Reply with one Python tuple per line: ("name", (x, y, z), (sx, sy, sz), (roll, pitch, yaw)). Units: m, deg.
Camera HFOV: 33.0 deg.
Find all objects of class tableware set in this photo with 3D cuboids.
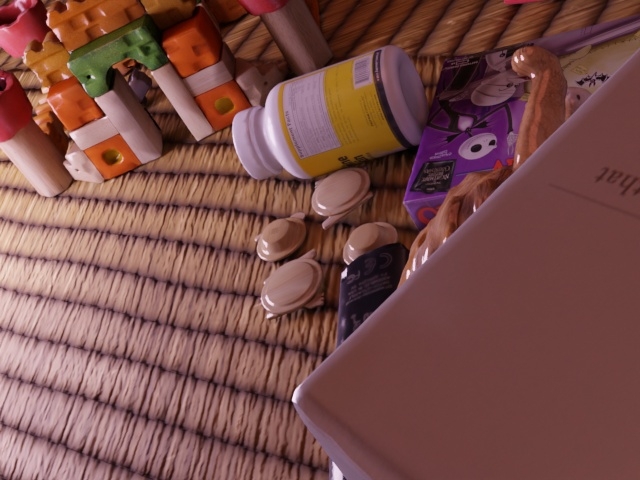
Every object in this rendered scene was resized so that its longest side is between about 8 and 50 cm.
("tableware set", (0.000, 0.000, 1.024), (0.141, 0.020, 0.168), (-30, 37, 8))

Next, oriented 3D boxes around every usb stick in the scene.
("usb stick", (0.045, 0.111, 0.842), (0.077, 0.045, 0.278), (-24, 37, 24))

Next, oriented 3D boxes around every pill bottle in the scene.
("pill bottle", (0.009, -0.121, 1.084), (0.184, 0.103, 0.103), (-16, 40, 23))

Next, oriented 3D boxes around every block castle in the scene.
("block castle", (-0.224, -0.274, 1.345), (0.453, 0.213, 0.303), (-22, 38, 14))

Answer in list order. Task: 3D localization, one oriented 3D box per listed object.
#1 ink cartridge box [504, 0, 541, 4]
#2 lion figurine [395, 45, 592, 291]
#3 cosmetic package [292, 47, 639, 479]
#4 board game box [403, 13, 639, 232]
("ink cartridge box", (0.287, -0.354, 1.060), (0.273, 0.197, 0.114), (4, 50, 40))
("lion figurine", (0.239, -0.005, 0.744), (0.392, 0.142, 0.240), (0, 73, 28))
("cosmetic package", (0.277, 0.089, 0.448), (0.394, 0.329, 0.327), (-44, 38, -13))
("board game box", (0.254, -0.117, 0.944), (0.347, 0.056, 0.208), (-9, 47, 29))
